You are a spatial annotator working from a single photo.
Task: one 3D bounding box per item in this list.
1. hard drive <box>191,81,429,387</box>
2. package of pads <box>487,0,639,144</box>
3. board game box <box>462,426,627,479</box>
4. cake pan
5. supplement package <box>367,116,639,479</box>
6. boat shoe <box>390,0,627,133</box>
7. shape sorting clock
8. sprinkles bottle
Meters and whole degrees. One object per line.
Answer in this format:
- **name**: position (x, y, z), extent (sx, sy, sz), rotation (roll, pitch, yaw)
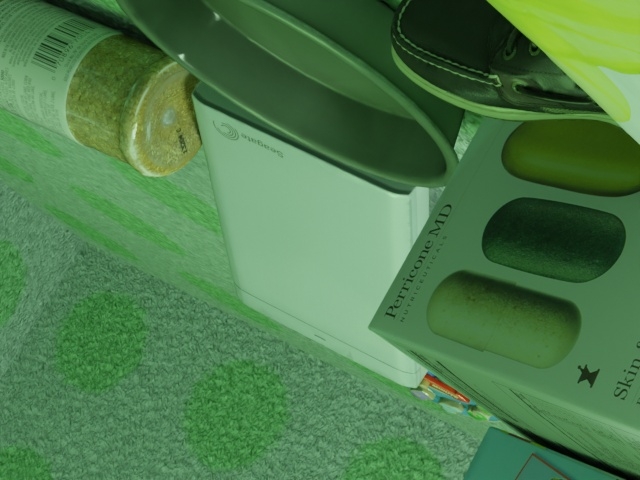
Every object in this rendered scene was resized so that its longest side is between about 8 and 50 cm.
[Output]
- **hard drive**: position (0.000, 0.000, 1.407), extent (0.233, 0.047, 0.353), rotation (26, 152, 20)
- **package of pads**: position (0.135, -0.124, 0.484), extent (0.296, 0.101, 0.229), rotation (38, 167, -26)
- **board game box**: position (0.195, 0.228, 0.821), extent (0.142, 0.144, 0.275), rotation (32, 172, -30)
- **cake pan**: position (-0.017, -0.136, 1.044), extent (0.293, 0.054, 0.293), rotation (29, 170, 5)
- **supplement package**: position (0.210, 0.040, 0.830), extent (0.198, 0.199, 0.262), rotation (36, 169, -34)
- **boat shoe**: position (0.134, -0.100, 0.729), extent (0.223, 0.080, 0.073), rotation (19, 161, 26)
- **shape sorting clock**: position (0.122, 0.147, 1.601), extent (0.206, 0.040, 0.206), rotation (26, 157, 12)
- **sprinkles bottle**: position (-0.272, -0.173, 1.407), extent (0.355, 0.121, 0.121), rotation (24, 169, 30)
